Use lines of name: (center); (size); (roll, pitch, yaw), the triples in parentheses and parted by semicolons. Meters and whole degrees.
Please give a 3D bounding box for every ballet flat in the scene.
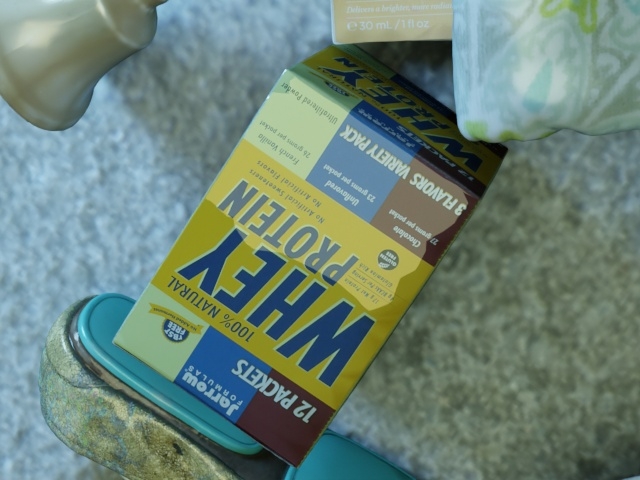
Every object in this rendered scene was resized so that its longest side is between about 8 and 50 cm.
ballet flat: (-0.041, 0.166, 1.307); (0.348, 0.123, 0.123); (34, 105, 2)

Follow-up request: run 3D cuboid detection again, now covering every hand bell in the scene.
hand bell: (-0.086, -0.164, 1.210); (0.242, 0.126, 0.126); (-19, 97, 25)

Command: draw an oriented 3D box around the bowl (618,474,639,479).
bowl: (0.241, 0.273, 1.256); (0.297, 0.134, 0.298); (2, 101, 9)

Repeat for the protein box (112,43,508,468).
protein box: (0.000, 0.000, 1.211); (0.136, 0.201, 0.200); (34, 105, 2)

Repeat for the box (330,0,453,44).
box: (0.072, -0.211, 1.215); (0.130, 0.091, 0.171); (-2, 101, 11)

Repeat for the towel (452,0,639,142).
towel: (0.258, -0.227, 1.131); (0.374, 0.090, 0.321); (-4, 100, -7)
